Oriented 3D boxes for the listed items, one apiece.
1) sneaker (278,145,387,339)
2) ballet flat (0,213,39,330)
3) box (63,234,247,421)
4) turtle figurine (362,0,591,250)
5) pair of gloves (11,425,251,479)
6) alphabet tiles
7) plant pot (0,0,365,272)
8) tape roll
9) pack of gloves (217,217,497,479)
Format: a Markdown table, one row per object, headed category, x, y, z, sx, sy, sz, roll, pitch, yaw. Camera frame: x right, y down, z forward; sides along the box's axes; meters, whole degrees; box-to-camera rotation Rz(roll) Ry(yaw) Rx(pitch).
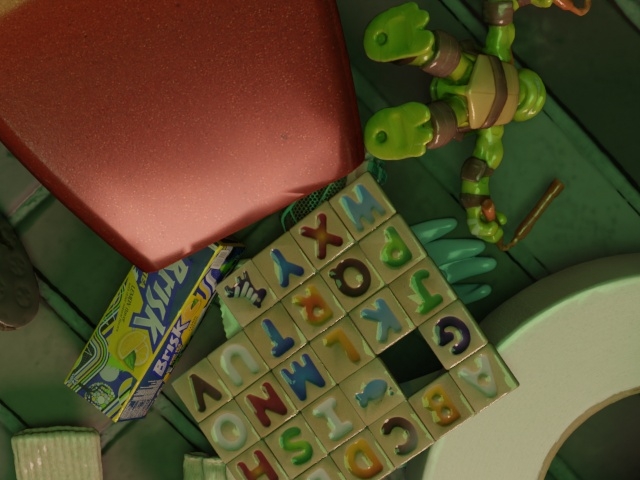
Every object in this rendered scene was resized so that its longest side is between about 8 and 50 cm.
| category | x | y | z | sx | sy | sz | roll | pitch | yaw |
| --- | --- | --- | --- | --- | --- | --- | --- | --- | --- |
| sneaker | 0.000 | 0.000 | 1.270 | 0.076 | 0.065 | 0.167 | 13 | 89 | 18 |
| ballet flat | -0.319 | -0.024 | 1.261 | 0.058 | 0.084 | 0.250 | -34 | 102 | 37 |
| box | -0.131 | 0.059 | 1.274 | 0.059 | 0.054 | 0.169 | 35 | 100 | 17 |
| turtle figurine | 0.115 | -0.127 | 1.213 | 0.087 | 0.217 | 0.270 | 19 | 101 | 35 |
| pair of gloves | -0.147 | 0.261 | 1.315 | 0.240 | 0.042 | 0.204 | 7 | 105 | 2 |
| alphabet tiles | 0.003 | 0.094 | 1.234 | 0.237 | 0.009 | 0.198 | -37 | 84 | 19 |
| plant pot | -0.105 | -0.139 | 1.162 | 0.267 | 0.267 | 0.236 | -28 | 112 | 3 |
| tape roll | 0.261 | 0.204 | 1.284 | 0.391 | 0.072 | 0.392 | -2 | 104 | -6 |
| pack of gloves | 0.043 | 0.092 | 1.316 | 0.232 | 0.046 | 0.195 | -12 | 89 | -3 |
